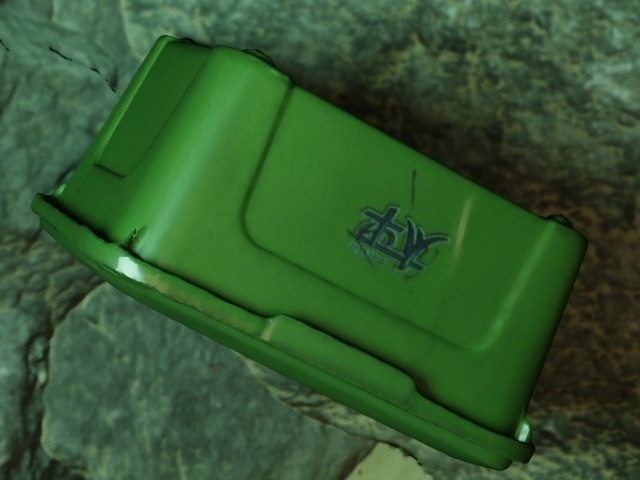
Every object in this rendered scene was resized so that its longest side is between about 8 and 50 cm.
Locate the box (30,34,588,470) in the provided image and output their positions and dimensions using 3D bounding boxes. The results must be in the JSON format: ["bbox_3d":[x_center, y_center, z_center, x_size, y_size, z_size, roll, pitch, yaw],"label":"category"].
[{"bbox_3d":[0.000,0.000,1.181,0.328,0.253,0.178,29,87,-22],"label":"box"}]
